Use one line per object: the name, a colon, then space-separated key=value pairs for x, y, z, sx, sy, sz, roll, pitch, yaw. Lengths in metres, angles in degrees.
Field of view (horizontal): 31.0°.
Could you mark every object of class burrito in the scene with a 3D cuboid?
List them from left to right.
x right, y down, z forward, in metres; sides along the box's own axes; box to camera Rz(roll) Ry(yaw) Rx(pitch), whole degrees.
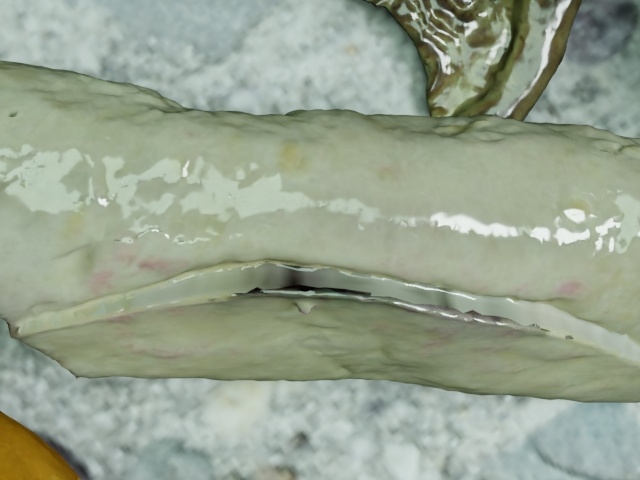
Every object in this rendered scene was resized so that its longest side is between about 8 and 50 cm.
burrito: x=0.001 y=-0.001 z=0.454 sx=0.299 sy=0.143 sz=0.105 roll=5 pitch=65 yaw=-7

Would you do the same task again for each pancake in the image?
pancake: x=0.023 y=-0.128 z=0.510 sx=0.190 sy=0.020 sz=0.184 roll=11 pitch=94 yaw=3

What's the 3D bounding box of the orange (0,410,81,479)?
orange: x=-0.178 y=0.158 z=0.392 sx=0.240 sy=0.240 sz=0.240 roll=0 pitch=88 yaw=-3
